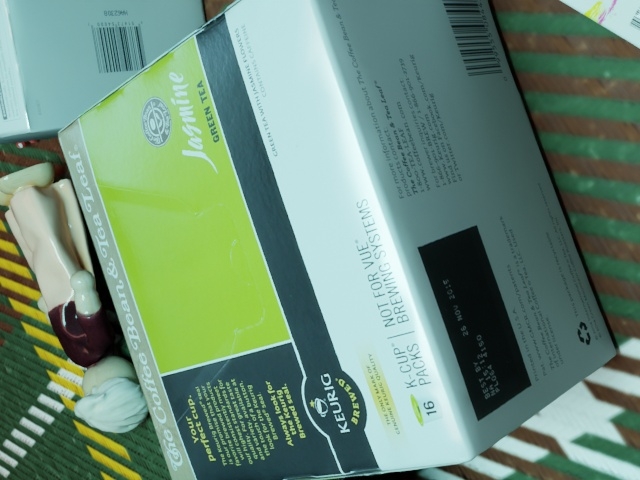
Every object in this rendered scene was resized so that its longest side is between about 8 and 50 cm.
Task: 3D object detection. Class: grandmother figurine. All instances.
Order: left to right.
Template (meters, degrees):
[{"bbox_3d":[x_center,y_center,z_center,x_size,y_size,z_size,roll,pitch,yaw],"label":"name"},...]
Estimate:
[{"bbox_3d":[-0.303,0.078,1.102,0.342,0.104,0.208,67,161,2],"label":"grandmother figurine"}]

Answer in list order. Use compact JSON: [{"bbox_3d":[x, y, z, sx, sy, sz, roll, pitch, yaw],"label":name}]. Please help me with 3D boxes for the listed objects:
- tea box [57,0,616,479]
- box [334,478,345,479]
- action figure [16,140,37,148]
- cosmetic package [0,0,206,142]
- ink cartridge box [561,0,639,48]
[{"bbox_3d":[0.000,0.000,0.712,0.323,0.220,0.329,-19,88,43],"label":"tea box"},{"bbox_3d":[-0.055,0.375,0.939,0.243,0.117,0.213,-28,83,44],"label":"box"},{"bbox_3d":[-0.370,-0.161,1.137,0.038,0.030,0.115,47,131,16],"label":"action figure"},{"bbox_3d":[-0.266,-0.175,0.901,0.225,0.224,0.138,1,102,42],"label":"cosmetic package"},{"bbox_3d":[0.204,-0.198,0.579,0.181,0.061,0.104,42,126,26],"label":"ink cartridge box"}]
